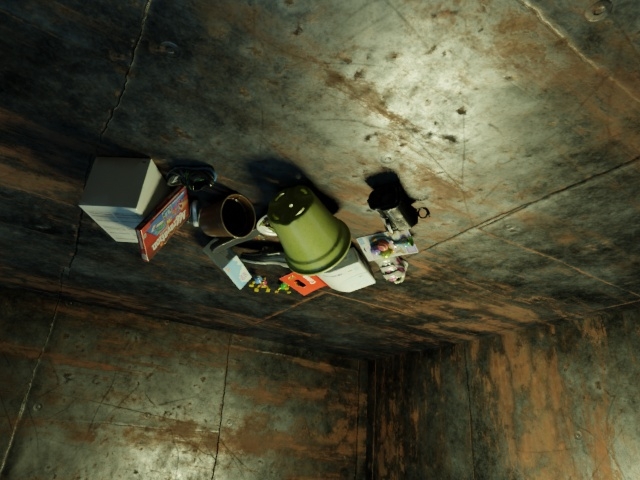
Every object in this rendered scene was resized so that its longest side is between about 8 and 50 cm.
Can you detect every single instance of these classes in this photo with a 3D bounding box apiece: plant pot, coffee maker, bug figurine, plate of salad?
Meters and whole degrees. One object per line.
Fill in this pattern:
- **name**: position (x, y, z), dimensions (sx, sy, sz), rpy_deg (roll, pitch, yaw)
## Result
- **plant pot**: position (-0.364, -0.085, 1.657), dimensions (0.165, 0.167, 0.167), rpy_deg (-6, 153, 39)
- **coffee maker**: position (0.275, -0.122, 1.539), dimensions (0.171, 0.120, 0.178), rpy_deg (-30, 145, 13)
- **bug figurine**: position (-0.253, 0.234, 2.380), dimensions (0.278, 0.072, 0.216), rpy_deg (6, 161, -13)
- **plant pot**: position (-0.060, -0.055, 1.581), dimensions (0.275, 0.276, 0.254), rpy_deg (-8, 140, 24)
- **plate of salad**: position (-0.156, -0.060, 1.743), dimensions (0.199, 0.048, 0.200), rpy_deg (-10, 153, -5)

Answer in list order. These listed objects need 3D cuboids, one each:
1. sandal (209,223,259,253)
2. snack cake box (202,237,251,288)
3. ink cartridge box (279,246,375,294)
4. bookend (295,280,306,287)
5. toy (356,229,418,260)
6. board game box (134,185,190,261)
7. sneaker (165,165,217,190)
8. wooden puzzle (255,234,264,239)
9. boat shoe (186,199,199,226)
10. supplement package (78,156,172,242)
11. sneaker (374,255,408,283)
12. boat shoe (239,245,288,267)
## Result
- **sandal**: position (-0.333, -0.026, 1.760), dimensions (0.254, 0.055, 0.097), rpy_deg (-24, 165, -32)
- **snack cake box**: position (-0.435, 0.111, 2.052), dimensions (0.152, 0.089, 0.264), rpy_deg (37, 164, 22)
- **ink cartridge box**: position (0.042, 0.188, 2.081), dimensions (0.384, 0.091, 0.308), rpy_deg (-23, 151, 12)
- **bookend**: position (-0.080, 0.193, 2.264), dimensions (0.156, 0.072, 0.157), rpy_deg (15, 152, -22)
- **toy**: position (0.279, 0.032, 1.847), dimensions (0.237, 0.056, 0.137), rpy_deg (-15, 121, 29)
- **board game box**: position (-0.546, -0.068, 1.527), dimensions (0.027, 0.281, 0.145), rpy_deg (16, 132, 8)
- **sneaker**: position (-0.448, -0.208, 1.489), dimensions (0.188, 0.078, 0.067), rpy_deg (-1, 154, 12)
- **wooden puzzle**: position (-0.284, -0.019, 1.936), dimensions (0.049, 0.006, 0.083), rpy_deg (-20, 145, 41)
- **boat shoe**: position (-0.525, -0.108, 1.722), dimensions (0.083, 0.065, 0.183), rpy_deg (8, 155, -11)
- **supplement package**: position (-0.662, -0.136, 1.531), dimensions (0.197, 0.199, 0.263), rpy_deg (3, 154, 4)
- **sneaker**: position (0.329, 0.125, 2.015), dimensions (0.102, 0.111, 0.252), rpy_deg (-18, 146, 38)
- **boat shoe**: position (-0.223, 0.067, 2.016), dimensions (0.302, 0.091, 0.114), rpy_deg (5, -175, -5)
